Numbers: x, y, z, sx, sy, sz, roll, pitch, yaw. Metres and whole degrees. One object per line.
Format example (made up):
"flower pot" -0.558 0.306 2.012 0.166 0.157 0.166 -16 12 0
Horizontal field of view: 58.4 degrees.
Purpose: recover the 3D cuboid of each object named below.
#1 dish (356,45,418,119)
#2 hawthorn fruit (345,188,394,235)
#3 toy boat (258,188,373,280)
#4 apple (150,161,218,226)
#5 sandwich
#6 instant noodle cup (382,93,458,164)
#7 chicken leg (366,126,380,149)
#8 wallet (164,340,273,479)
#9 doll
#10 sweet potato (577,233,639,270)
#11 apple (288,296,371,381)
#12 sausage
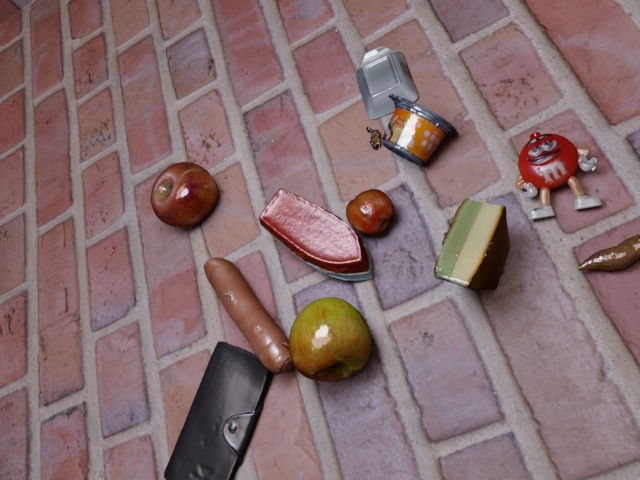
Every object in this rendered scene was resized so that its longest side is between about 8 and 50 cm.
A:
"dish" 0.175 -0.474 1.647 0.154 0.064 0.234 -22 59 16
"hawthorn fruit" 0.130 -0.073 1.462 0.128 0.128 0.128 -10 64 21
"toy boat" 0.000 0.000 1.491 0.331 0.133 0.145 33 79 22
"apple" -0.404 -0.134 1.722 0.201 0.162 0.201 -12 68 32
"sandwich" 0.334 0.049 1.263 0.108 0.186 0.220 14 58 30
"instant noodle cup" 0.238 -0.273 1.477 0.208 0.177 0.126 29 98 2
"chicken leg" 0.151 -0.290 1.601 0.036 0.021 0.083 -26 58 24
"wallet" -0.256 0.457 1.446 0.197 0.051 0.378 15 76 29
"doll" 0.540 -0.165 1.323 0.183 0.085 0.217 -14 72 21
"sweet potato" 0.652 0.024 1.201 0.218 0.051 0.065 -14 65 19
"apple" 0.022 0.227 1.331 0.196 0.196 0.196 -10 64 21
"sausage" -0.193 0.180 1.499 0.094 0.094 0.419 -27 49 -18
